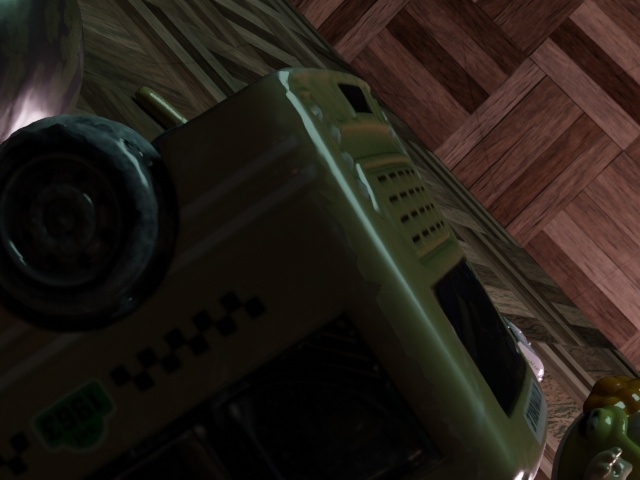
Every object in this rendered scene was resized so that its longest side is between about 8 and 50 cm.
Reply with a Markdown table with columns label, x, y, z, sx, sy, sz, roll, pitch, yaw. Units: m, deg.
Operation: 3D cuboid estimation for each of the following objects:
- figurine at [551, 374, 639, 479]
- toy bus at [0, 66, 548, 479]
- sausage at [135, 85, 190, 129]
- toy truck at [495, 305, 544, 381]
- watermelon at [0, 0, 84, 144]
| label | x | y | z | sx | sy | sz | roll | pitch | yaw |
| --- | --- | --- | --- | --- | --- | --- | --- | --- | --- |
| figurine | 0.277 | 0.265 | 1.251 | 0.381 | 0.205 | 0.224 | -10 | 57 | -52 |
| toy bus | -0.083 | 0.075 | 0.389 | 0.157 | 0.289 | 0.139 | 57 | 11 | 3 |
| sausage | -0.151 | -0.122 | 1.427 | 0.132 | 0.024 | 0.024 | 43 | 12 | -13 |
| toy truck | 0.161 | 0.106 | 1.473 | 0.216 | 0.116 | 0.110 | 40 | 13 | -22 |
| watermelon | -0.230 | -0.104 | 0.670 | 0.212 | 0.212 | 0.212 | 42 | 12 | -11 |
